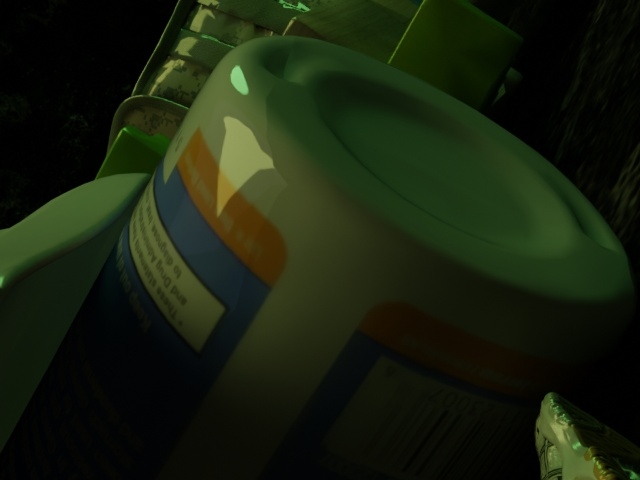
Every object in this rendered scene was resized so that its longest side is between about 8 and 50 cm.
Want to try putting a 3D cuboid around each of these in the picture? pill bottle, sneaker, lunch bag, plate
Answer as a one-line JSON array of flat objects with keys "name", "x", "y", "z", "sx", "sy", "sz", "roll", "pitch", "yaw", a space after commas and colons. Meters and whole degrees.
[{"name": "pill bottle", "x": -0.027, "y": 0.081, "z": 0.513, "sx": 0.272, "sy": 0.152, "sz": 0.152, "roll": -58, "pitch": 4, "yaw": 23}, {"name": "sneaker", "x": 0.062, "y": 0.064, "z": 0.371, "sx": 0.037, "sy": 0.032, "sz": 0.083, "roll": -59, "pitch": 3, "yaw": 10}, {"name": "lunch bag", "x": -0.045, "y": -0.097, "z": 1.364, "sx": 0.287, "sy": 0.235, "sz": 0.169, "roll": -64, "pitch": -16, "yaw": -7}, {"name": "plate", "x": -0.152, "y": 0.103, "z": 0.505, "sx": 0.277, "sy": 0.045, "sz": 0.278, "roll": -61, "pitch": 3, "yaw": 8}]

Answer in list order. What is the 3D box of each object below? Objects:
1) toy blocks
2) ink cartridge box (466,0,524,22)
[{"name": "toy blocks", "x": 0.000, "y": 0.000, "z": 0.859, "sx": 0.381, "sy": 0.191, "sz": 0.261, "roll": -59, "pitch": -8, "yaw": 24}, {"name": "ink cartridge box", "x": 0.067, "y": -0.147, "z": 0.998, "sx": 0.235, "sy": 0.056, "sz": 0.171, "roll": -41, "pitch": -5, "yaw": 12}]
